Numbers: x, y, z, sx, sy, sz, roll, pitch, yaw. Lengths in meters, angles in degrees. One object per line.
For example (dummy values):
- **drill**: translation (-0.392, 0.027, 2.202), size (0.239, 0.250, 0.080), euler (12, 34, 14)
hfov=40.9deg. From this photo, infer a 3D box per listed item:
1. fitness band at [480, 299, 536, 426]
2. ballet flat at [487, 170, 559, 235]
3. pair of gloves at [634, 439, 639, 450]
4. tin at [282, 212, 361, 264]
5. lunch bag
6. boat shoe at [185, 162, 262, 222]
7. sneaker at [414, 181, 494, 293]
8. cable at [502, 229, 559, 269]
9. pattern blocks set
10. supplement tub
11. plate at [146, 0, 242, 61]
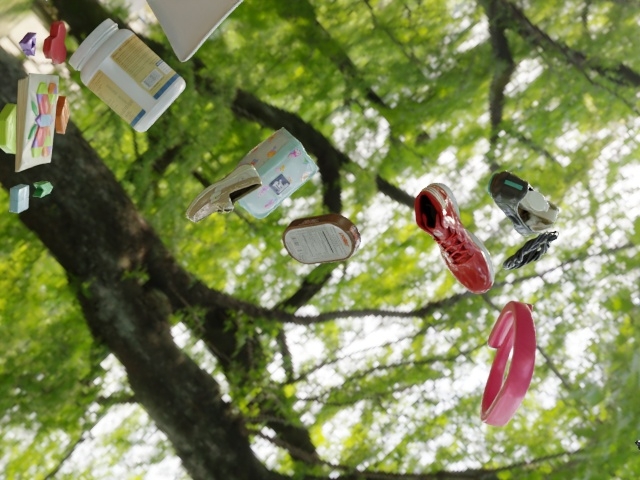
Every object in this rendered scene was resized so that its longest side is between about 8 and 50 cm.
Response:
- **fitness band**: translation (0.366, 0.242, 1.685), size (0.291, 0.054, 0.209), euler (98, 5, -53)
- **ballet flat**: translation (0.442, -0.063, 1.814), size (0.096, 0.280, 0.095), euler (18, -95, 35)
- **pair of gloves**: translation (0.534, 0.357, 1.367), size (0.010, 0.074, 0.083), euler (-44, -172, 19)
- **tin**: translation (0.000, 0.000, 1.862), size (0.190, 0.106, 0.040), euler (-9, -148, 36)
- **lunch bag**: translation (-0.131, -0.176, 2.241), size (0.223, 0.160, 0.262), euler (-40, -177, 1)
- **boat shoe**: translation (-0.154, -0.069, 1.373), size (0.135, 0.045, 0.050), euler (-38, 160, 0)
- **sneaker**: translation (0.225, 0.006, 1.525), size (0.087, 0.221, 0.128), euler (-33, 175, 26)
- **cable**: translation (0.566, 0.039, 2.344), size (0.150, 0.047, 0.184), euler (-24, 163, -37)
- **pattern blocks set**: translation (-0.522, -0.224, 1.586), size (0.285, 0.026, 0.324), euler (-73, 172, -65)
- **supplement tub**: translation (-0.388, -0.332, 1.727), size (0.144, 0.200, 0.144), euler (-44, -167, 13)
- **plate**: translation (-0.318, -0.648, 2.263), size (0.278, 0.277, 0.045), euler (-42, 150, 21)
